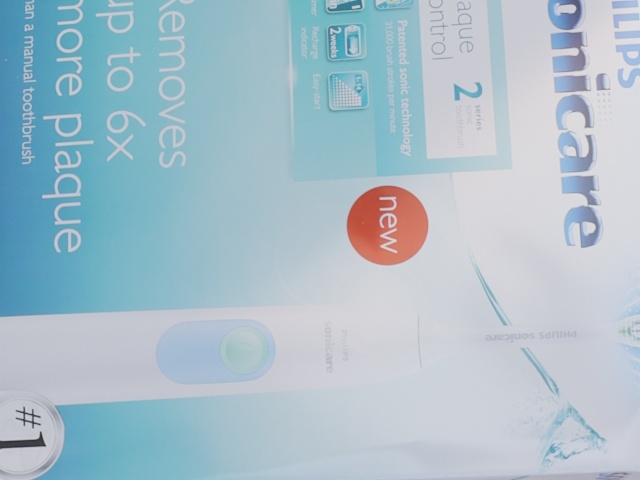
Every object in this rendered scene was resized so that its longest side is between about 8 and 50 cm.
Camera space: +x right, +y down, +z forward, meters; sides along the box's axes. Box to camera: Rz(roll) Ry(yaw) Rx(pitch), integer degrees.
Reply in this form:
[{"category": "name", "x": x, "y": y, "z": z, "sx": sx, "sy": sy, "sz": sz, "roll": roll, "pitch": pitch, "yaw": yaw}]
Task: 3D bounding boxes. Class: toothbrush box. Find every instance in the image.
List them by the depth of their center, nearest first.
[{"category": "toothbrush box", "x": 0.000, "y": 0.000, "z": 0.619, "sx": 0.295, "sy": 0.216, "sz": 0.126, "roll": -2, "pitch": 167, "yaw": 5}]
